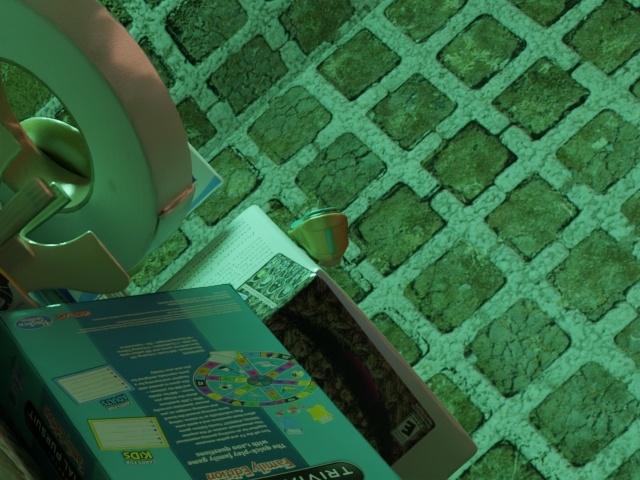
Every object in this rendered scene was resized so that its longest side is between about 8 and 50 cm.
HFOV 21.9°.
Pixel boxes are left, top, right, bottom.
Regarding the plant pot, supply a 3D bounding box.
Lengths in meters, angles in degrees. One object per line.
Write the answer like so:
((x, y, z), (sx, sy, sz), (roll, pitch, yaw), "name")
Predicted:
((-0.312, -0.042, 2.048), (0.236, 0.032, 0.236), (25, -44, 27), "plant pot")

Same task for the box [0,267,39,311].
((-0.319, 0.058, 1.517), (0.028, 0.081, 0.136), (44, -6, 46), "box")

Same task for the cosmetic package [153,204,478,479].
((-0.067, 0.208, 2.127), (0.329, 0.327, 0.393), (49, -2, -19), "cosmetic package")

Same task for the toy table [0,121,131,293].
((-0.343, -0.007, 1.748), (0.274, 0.161, 0.252), (50, -3, -14), "toy table")

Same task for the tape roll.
((-0.314, -0.133, 1.887), (0.392, 0.072, 0.392), (24, -43, 25), "tape roll")

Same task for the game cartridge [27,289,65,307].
((-0.390, 0.038, 2.009), (0.355, 0.068, 0.230), (47, -7, 28), "game cartridge")

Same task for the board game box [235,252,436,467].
((-0.065, 0.201, 1.831), (0.232, 0.291, 0.141), (51, -8, -19), "board game box")

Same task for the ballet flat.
((0.000, 0.000, 2.140), (0.232, 0.080, 0.073), (44, 32, -90), "ballet flat")

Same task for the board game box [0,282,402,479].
((-0.116, 0.172, 1.469), (0.336, 0.253, 0.079), (46, -48, 43), "board game box")

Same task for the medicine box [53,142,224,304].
((-0.302, -0.031, 2.320), (0.149, 0.263, 0.289), (47, -15, -6), "medicine box")
